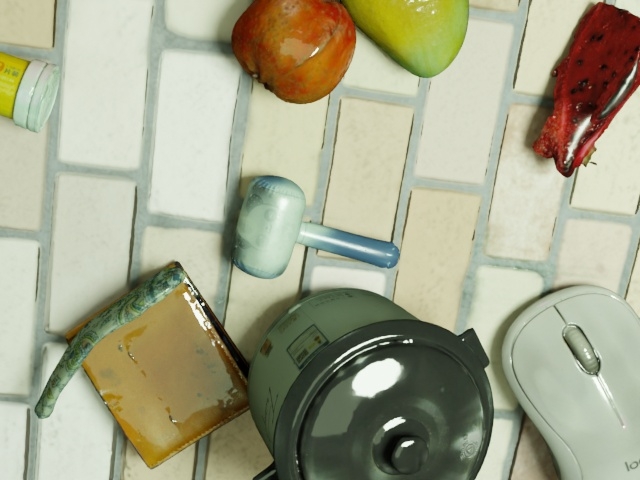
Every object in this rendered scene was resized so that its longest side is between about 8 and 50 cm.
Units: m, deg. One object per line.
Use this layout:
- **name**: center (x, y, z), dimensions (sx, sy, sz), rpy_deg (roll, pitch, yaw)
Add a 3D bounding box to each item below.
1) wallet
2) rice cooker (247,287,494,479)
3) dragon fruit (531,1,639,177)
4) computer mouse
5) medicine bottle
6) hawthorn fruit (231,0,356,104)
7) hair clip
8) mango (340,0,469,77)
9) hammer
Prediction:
- **wallet**: center (-0.181, 0.146, 0.918), dimensions (0.161, 0.042, 0.196), rpy_deg (-33, 102, -6)
- **rice cooker**: center (0.050, 0.182, 0.846), dimensions (0.280, 0.227, 0.241), rpy_deg (-31, 109, -11)
- **dragon fruit**: center (0.322, -0.155, 0.874), dimensions (0.092, 0.122, 0.192), rpy_deg (23, 98, -28)
- **computer mouse**: center (0.340, 0.206, 0.965), dimensions (0.184, 0.121, 0.297), rpy_deg (-22, 107, 0)
- **medicine bottle**: center (-0.378, -0.176, 0.783), dimensions (0.218, 0.074, 0.074), rpy_deg (18, 101, -12)
- **hawthorn fruit**: center (-0.026, -0.205, 0.812), dimensions (0.128, 0.128, 0.128), rpy_deg (-2, 104, -7)
- **hair clip**: center (-0.237, 0.106, 0.854), dimensions (0.229, 0.066, 0.036), rpy_deg (-45, 117, 2)
- **mango**: center (0.086, -0.262, 0.823), dimensions (0.130, 0.092, 0.195), rpy_deg (-26, 111, -2)
- **hammer**: center (0.000, 0.000, 0.894), dimensions (0.193, 0.069, 0.116), rpy_deg (14, 101, -16)
